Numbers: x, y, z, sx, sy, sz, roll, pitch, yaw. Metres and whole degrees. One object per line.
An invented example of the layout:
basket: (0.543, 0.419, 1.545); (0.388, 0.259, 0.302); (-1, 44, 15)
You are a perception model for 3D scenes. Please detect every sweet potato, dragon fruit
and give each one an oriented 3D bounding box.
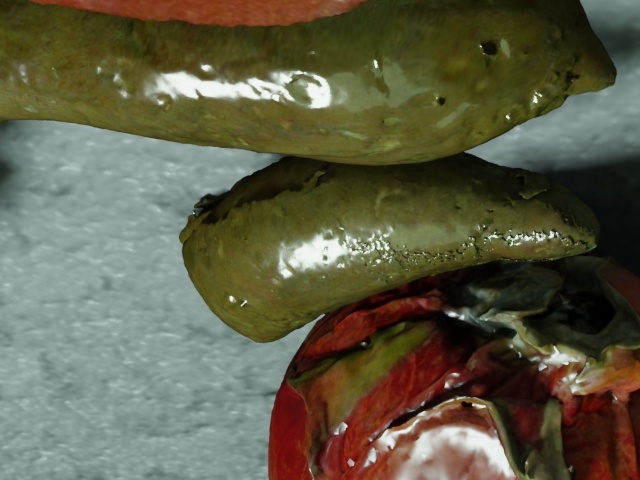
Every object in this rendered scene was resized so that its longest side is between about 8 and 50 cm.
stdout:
sweet potato: (-0.004, 0.001, 0.991); (0.124, 0.098, 0.310); (-11, 180, -37)
dragon fruit: (0.099, 0.137, 1.101); (0.277, 0.277, 0.342); (0, 127, 8)
sweet potato: (-0.071, -0.095, 0.907); (0.423, 0.130, 0.130); (-3, 145, 13)

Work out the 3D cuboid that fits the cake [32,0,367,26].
cake: (-0.077, -0.192, 0.753); (0.283, 0.151, 0.177); (8, 158, -5)
